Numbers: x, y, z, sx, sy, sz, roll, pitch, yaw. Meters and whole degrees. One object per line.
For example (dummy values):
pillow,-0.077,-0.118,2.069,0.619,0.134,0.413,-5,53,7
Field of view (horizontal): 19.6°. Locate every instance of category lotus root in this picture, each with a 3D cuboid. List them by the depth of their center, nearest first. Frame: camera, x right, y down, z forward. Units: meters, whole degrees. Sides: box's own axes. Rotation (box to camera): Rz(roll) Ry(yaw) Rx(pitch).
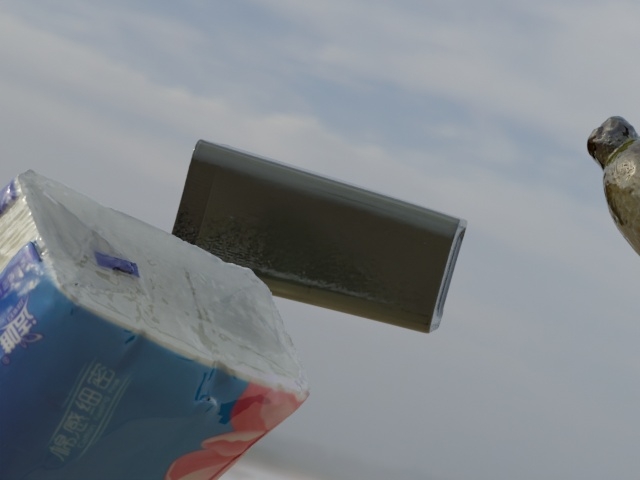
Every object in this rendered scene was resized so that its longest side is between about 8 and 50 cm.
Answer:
lotus root,0.266,-0.019,1.361,0.192,0.088,0.113,46,17,25

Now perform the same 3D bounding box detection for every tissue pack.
tissue pack,-0.172,0.113,1.111,0.209,0.269,0.137,29,29,-37

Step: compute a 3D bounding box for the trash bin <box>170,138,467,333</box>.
trash bin,0.000,0.000,1.654,0.240,0.122,0.164,15,2,9
